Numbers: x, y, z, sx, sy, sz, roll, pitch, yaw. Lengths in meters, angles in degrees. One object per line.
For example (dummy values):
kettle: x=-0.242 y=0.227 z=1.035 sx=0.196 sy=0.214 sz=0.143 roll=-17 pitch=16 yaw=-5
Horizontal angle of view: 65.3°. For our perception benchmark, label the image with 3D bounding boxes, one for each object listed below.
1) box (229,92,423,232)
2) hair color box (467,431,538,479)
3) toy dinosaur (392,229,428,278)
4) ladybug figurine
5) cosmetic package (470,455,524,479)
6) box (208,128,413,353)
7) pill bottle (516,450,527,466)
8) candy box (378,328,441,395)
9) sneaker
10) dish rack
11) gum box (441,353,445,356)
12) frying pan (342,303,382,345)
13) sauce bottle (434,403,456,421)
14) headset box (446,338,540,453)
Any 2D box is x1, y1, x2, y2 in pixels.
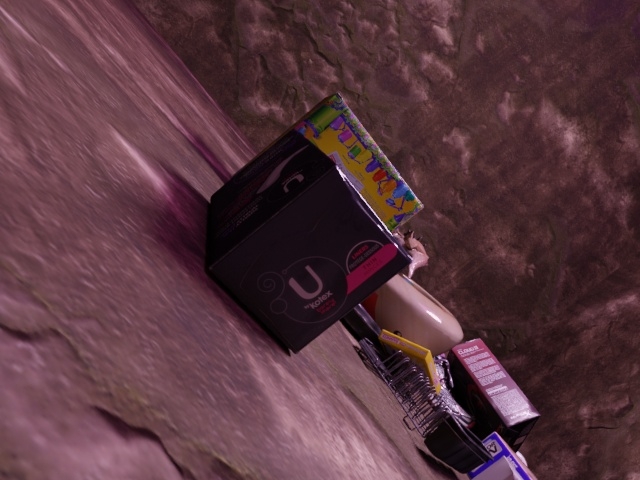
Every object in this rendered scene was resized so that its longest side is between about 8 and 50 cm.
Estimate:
box: x=0.006 y=-0.106 z=1.064 sx=0.290 sy=0.279 sz=0.177 roll=51 pitch=4 yaw=-14
hair color box: x=0.410 y=0.539 z=0.921 sx=0.185 sy=0.110 sz=0.339 roll=49 pitch=2 yaw=-18
toy dinosaur: x=0.258 y=0.033 z=1.494 sx=0.200 sy=0.127 sz=0.295 roll=42 pitch=8 yaw=-31
ladybug figurine: x=0.215 y=0.189 z=1.364 sx=0.305 sy=0.162 sz=0.449 roll=36 pitch=5 yaw=-9
cosmetic package: x=0.306 y=0.439 z=0.707 sx=0.239 sy=0.099 sz=0.060 roll=50 pitch=3 yaw=4
box: x=-0.031 y=-0.019 z=0.617 sx=0.143 sy=0.165 sz=0.270 roll=49 pitch=4 yaw=-22
pill bottle: x=0.553 y=0.661 z=1.466 sx=0.103 sy=0.103 sz=0.184 roll=53 pitch=4 yaw=30
candy box: x=0.188 y=0.257 z=1.036 sx=0.105 sy=0.027 sz=0.206 roll=18 pitch=-27 yaw=31
sneaker: x=0.325 y=0.384 z=1.389 sx=0.299 sy=0.112 sz=0.121 roll=54 pitch=5 yaw=32
dish rack: x=0.179 y=0.284 z=0.904 sx=0.208 sy=0.074 sz=0.271 roll=49 pitch=3 yaw=-46
gum box: x=0.367 y=0.395 z=1.818 sx=0.062 sy=0.107 sz=0.188 roll=50 pitch=4 yaw=-9
frying pan: x=0.046 y=0.116 z=1.131 sx=0.326 sy=0.053 sz=0.197 roll=51 pitch=3 yaw=40
sauce bottle: x=0.323 y=0.455 z=1.215 sx=0.042 sy=0.042 sz=0.128 roll=47 pitch=2 yaw=-43
headset box: x=0.445 y=0.440 z=1.403 sx=0.293 sy=0.110 sz=0.218 roll=-120 pitch=-153 yaw=-44
